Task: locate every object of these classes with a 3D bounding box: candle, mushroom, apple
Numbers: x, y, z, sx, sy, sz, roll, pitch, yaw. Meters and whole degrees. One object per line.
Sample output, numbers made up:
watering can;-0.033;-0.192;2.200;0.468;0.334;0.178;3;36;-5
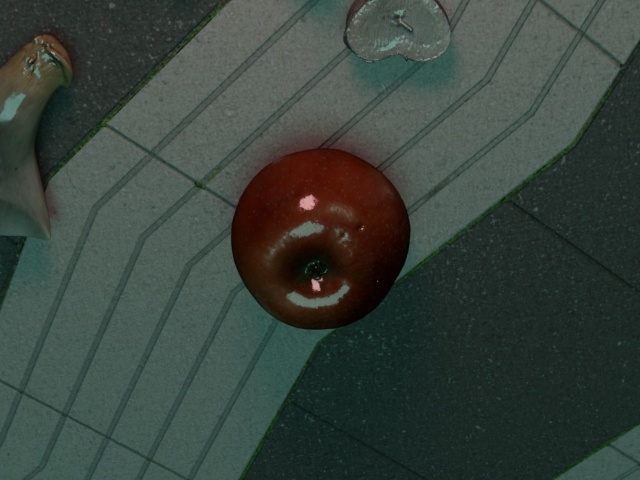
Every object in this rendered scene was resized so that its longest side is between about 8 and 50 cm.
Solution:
candle;0.138;-0.400;1.669;0.192;0.068;0.169;2;122;-3
mushroom;-0.566;-0.195;1.754;0.177;0.126;0.397;8;118;-16
apple;0.000;0.000;1.770;0.348;0.277;0.349;0;118;0
